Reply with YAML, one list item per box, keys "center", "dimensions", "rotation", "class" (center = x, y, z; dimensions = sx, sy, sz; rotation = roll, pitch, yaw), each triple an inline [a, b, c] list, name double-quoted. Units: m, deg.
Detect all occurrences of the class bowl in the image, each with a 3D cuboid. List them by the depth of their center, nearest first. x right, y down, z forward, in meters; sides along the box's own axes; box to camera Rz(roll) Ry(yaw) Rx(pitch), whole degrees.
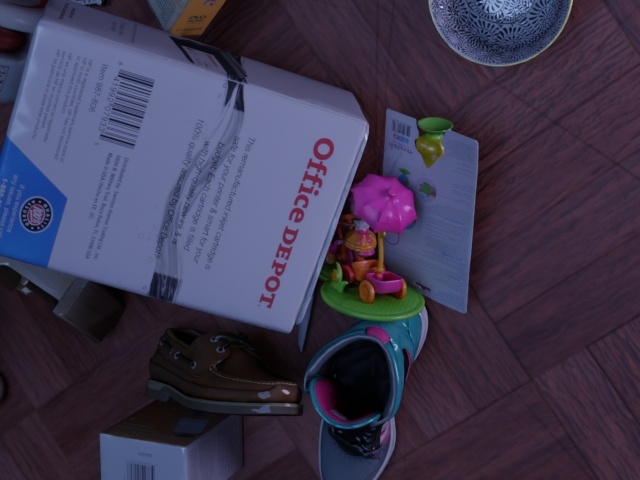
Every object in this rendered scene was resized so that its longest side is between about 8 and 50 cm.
- center: [0.217, -0.289, 1.535]
  dimensions: [0.170, 0.080, 0.170]
  rotation: [4, 101, 20]
  class: "bowl"

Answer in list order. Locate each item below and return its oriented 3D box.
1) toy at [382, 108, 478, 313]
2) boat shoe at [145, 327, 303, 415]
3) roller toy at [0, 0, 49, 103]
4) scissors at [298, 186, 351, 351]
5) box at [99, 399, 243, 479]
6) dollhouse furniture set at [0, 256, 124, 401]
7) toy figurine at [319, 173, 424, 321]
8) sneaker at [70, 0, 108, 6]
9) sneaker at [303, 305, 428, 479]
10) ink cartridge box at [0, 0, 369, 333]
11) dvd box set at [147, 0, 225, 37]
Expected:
- center: [0.142, -0.042, 1.613]
  dimensions: [0.136, 0.056, 0.237]
  rotation: [24, 130, 35]
  class: "toy"
- center: [-0.131, 0.165, 1.689]
  dimensions: [0.307, 0.110, 0.105]
  rotation: [2, 82, 50]
  class: "boat shoe"
- center: [-0.450, -0.271, 1.742]
  dimensions: [0.191, 0.209, 0.146]
  rotation: [27, 110, 9]
  class: "roller toy"
- center: [0.000, 0.000, 1.708]
  dimensions: [0.109, 0.021, 0.297]
  rotation: [-3, 97, 21]
  class: "scissors"
- center: [-0.196, 0.281, 1.758]
  dimensions: [0.130, 0.170, 0.091]
  rotation: [4, 103, 21]
  class: "box"
- center: [-0.494, 0.163, 1.768]
  dimensions: [0.256, 0.362, 0.394]
  rotation: [32, 80, 15]
  class: "dollhouse furniture set"
- center: [0.062, -0.009, 1.610]
  dimensions: [0.173, 0.130, 0.159]
  rotation: [38, 128, 53]
  class: "toy figurine"
- center: [-0.305, -0.325, 1.764]
  dimensions: [0.083, 0.032, 0.037]
  rotation: [-32, 87, 24]
  class: "sneaker"
- center: [0.043, 0.216, 1.644]
  dimensions: [0.123, 0.178, 0.296]
  rotation: [21, 109, 18]
  class: "sneaker"
- center: [-0.176, -0.088, 1.579]
  dimensions: [0.394, 0.166, 0.286]
  rotation: [17, 108, -12]
  class: "ink cartridge box"
- center: [-0.128, -0.487, 1.531]
  dimensions: [0.420, 0.062, 0.308]
  rotation: [-47, 63, 42]
  class: "dvd box set"
